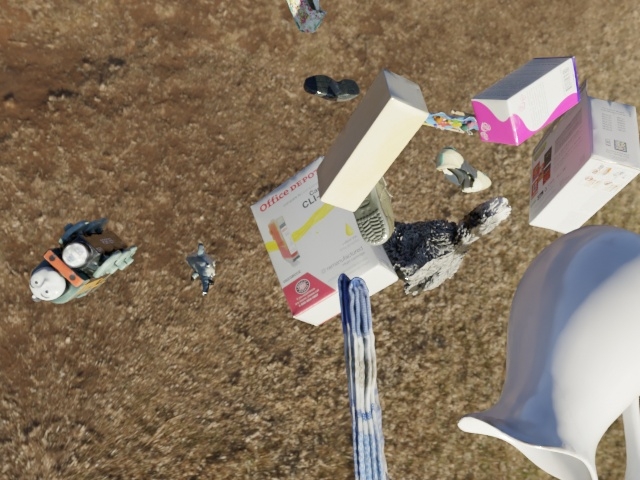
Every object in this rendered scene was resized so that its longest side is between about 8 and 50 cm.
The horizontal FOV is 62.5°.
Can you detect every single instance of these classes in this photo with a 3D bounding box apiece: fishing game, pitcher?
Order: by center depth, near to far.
[{"bbox_3d":[0.232,0.108,0.447,0.177,0.125,0.207,40,69,-16],"label":"pitcher"},{"bbox_3d":[0.351,-0.305,1.392,0.189,0.264,0.041,9,95,-11],"label":"fishing game"}]

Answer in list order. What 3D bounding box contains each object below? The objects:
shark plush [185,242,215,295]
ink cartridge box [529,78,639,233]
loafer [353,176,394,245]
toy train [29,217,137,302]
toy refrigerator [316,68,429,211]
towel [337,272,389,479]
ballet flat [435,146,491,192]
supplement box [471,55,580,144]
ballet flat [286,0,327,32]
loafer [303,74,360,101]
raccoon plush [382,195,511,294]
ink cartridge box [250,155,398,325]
[{"bbox_3d":[-0.300,0.085,1.340,0.067,0.073,0.161,-28,55,1],"label":"shark plush"},{"bbox_3d":[0.682,-0.215,1.392,0.129,0.309,0.272,14,61,0],"label":"ink cartridge box"},{"bbox_3d":[0.111,-0.111,1.225,0.087,0.094,0.251,-3,79,-59],"label":"loafer"},{"bbox_3d":[-0.543,0.053,1.214,0.142,0.334,0.190,45,87,-9],"label":"toy train"},{"bbox_3d":[0.097,-0.189,1.046,0.094,0.270,0.102,17,43,-23],"label":"toy refrigerator"},{"bbox_3d":[0.058,0.187,0.596,0.034,0.209,0.285,-7,78,7],"label":"towel"},{"bbox_3d":[0.437,-0.194,1.619,0.248,0.086,0.086,28,54,-34],"label":"ballet flat"},{"bbox_3d":[0.467,-0.319,1.198,0.220,0.114,0.111,-34,119,-20],"label":"supplement box"},{"bbox_3d":[-0.056,-0.600,1.212,0.241,0.077,0.091,62,38,-12],"label":"ballet flat"},{"bbox_3d":[0.022,-0.384,1.365,0.170,0.061,0.062,-1,72,-36],"label":"loafer"},{"bbox_3d":[0.327,-0.044,1.634,0.299,0.446,0.216,58,9,32],"label":"raccoon plush"},{"bbox_3d":[0.000,0.000,1.494,0.160,0.279,0.385,31,30,-57],"label":"ink cartridge box"}]
